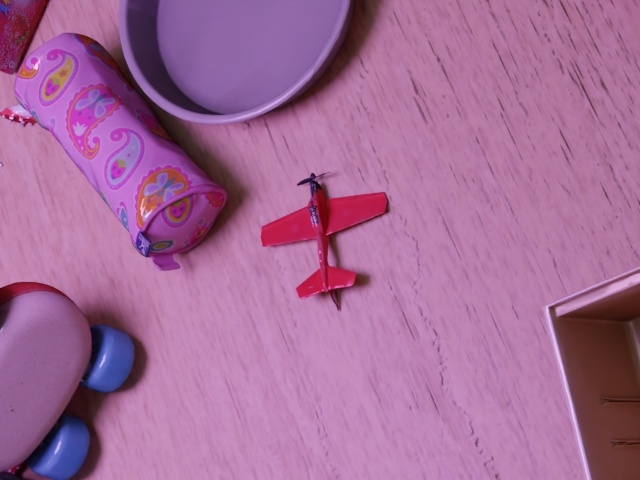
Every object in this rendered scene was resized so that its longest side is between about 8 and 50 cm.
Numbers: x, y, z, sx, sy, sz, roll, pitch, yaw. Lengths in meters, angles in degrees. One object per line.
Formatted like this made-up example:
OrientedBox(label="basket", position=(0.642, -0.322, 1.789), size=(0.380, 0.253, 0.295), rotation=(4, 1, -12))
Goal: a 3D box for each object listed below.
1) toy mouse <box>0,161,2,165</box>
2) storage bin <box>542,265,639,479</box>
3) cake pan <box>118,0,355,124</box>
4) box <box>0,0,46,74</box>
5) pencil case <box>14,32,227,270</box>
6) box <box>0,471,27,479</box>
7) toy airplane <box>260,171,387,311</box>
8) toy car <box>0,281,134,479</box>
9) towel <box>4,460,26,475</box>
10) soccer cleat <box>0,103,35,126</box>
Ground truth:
OrientedBox(label="toy mouse", position=(-0.443, -0.165, 1.942), size=(0.161, 0.031, 0.143), rotation=(4, 81, 28))
OrientedBox(label="storage bin", position=(0.355, 0.143, 1.375), size=(0.260, 0.123, 0.262), rotation=(-27, 66, 41))
OrientedBox(label="cake pan", position=(-0.086, -0.264, 1.767), size=(0.293, 0.054, 0.293), rotation=(-6, 77, 26))
OrientedBox(label="box", position=(-0.388, -0.343, 1.897), size=(0.128, 0.122, 0.257), rotation=(23, 88, 28))
OrientedBox(label="pencil case", position=(-0.221, -0.101, 1.766), size=(0.124, 0.124, 0.284), rotation=(-46, 64, 12))
OrientedBox(label="box", position=(-0.328, 0.395, 1.699), size=(0.231, 0.127, 0.262), rotation=(17, 87, 22))
OrientedBox(label="toy airplane", position=(0.000, 0.000, 1.682), size=(0.151, 0.028, 0.151), rotation=(-6, 76, 25))
OrientedBox(label="toy car", position=(-0.370, 0.120, 1.768), size=(0.238, 0.219, 0.210), rotation=(30, 94, 50))
OrientedBox(label="towel", position=(-0.477, 0.271, 1.869), size=(0.275, 0.031, 0.199), rotation=(-44, 64, 12))
OrientedBox(label="soccer cleat", position=(-0.338, -0.154, 1.890), size=(0.083, 0.029, 0.036), rotation=(2, 71, 24))
